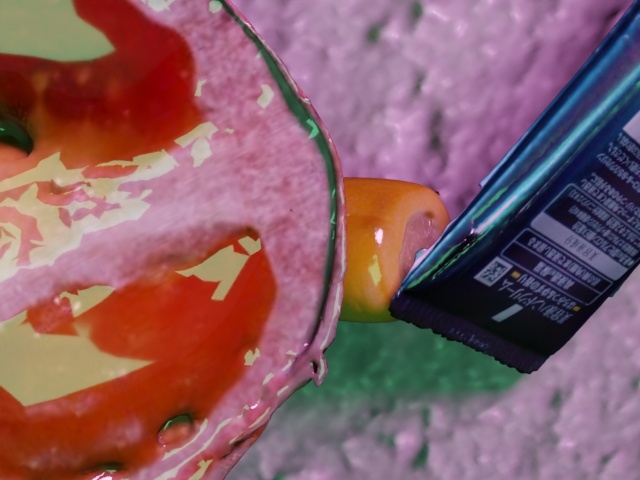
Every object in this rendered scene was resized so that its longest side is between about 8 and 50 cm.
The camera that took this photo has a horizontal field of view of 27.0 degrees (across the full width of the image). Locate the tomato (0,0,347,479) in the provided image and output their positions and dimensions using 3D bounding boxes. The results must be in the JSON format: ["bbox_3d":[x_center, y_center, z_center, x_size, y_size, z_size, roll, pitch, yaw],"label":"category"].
[{"bbox_3d":[-0.098,-0.013,0.479,0.199,0.112,0.228,-19,114,-7],"label":"tomato"}]

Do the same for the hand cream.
[{"bbox_3d":[0.141,-0.059,0.502,0.270,0.061,0.120,-52,143,10],"label":"hand cream"}]

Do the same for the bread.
[{"bbox_3d":[-0.001,-0.001,0.534,0.062,0.103,0.049,-55,129,-30],"label":"bread"}]
